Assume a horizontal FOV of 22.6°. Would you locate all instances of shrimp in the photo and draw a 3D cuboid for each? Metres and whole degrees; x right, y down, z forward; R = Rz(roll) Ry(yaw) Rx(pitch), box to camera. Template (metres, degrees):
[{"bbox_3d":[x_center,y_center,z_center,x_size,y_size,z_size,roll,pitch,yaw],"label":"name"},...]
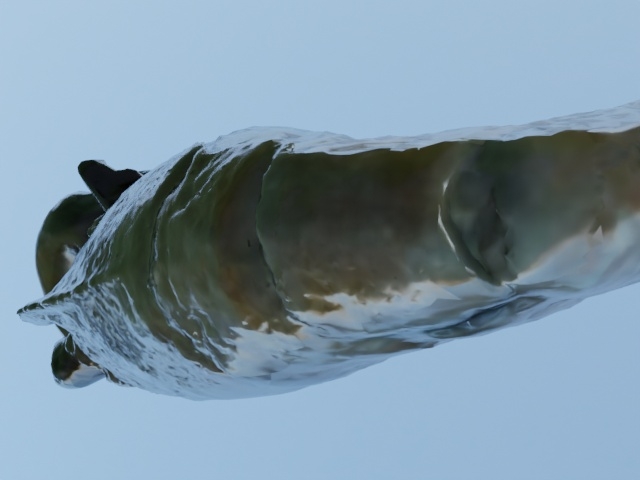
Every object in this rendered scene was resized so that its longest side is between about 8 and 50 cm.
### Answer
[{"bbox_3d":[0.000,0.000,0.626,0.445,0.221,0.110,-10,-88,56],"label":"shrimp"}]
